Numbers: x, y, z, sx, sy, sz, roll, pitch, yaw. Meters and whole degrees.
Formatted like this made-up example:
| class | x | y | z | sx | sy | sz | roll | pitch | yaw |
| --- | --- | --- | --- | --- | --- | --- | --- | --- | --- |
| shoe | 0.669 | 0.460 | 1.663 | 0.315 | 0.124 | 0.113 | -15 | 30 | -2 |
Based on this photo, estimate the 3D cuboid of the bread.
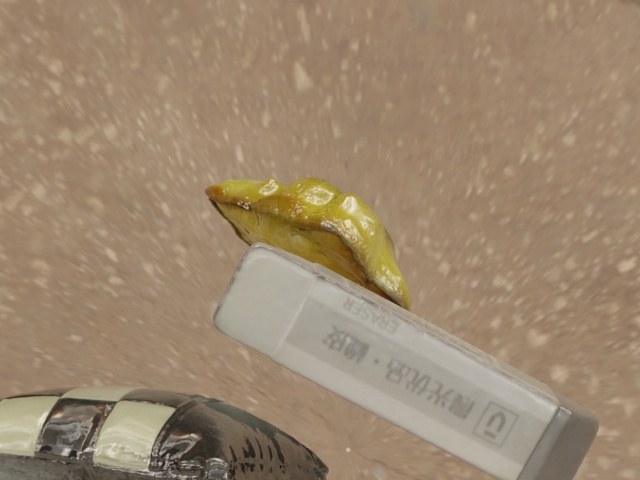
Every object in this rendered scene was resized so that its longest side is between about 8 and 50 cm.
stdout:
| class | x | y | z | sx | sy | sz | roll | pitch | yaw |
| --- | --- | --- | --- | --- | --- | --- | --- | --- | --- |
| bread | 0.000 | 0.000 | 1.657 | 0.161 | 0.233 | 0.088 | 42 | 79 | -37 |

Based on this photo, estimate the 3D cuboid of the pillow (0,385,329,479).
| class | x | y | z | sx | sy | sz | roll | pitch | yaw |
| --- | --- | --- | --- | --- | --- | --- | --- | --- | --- |
| pillow | -0.140 | 0.155 | 1.165 | 0.249 | 0.186 | 0.106 | 2 | 82 | 23 |

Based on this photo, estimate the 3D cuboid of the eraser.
| class | x | y | z | sx | sy | sz | roll | pitch | yaw |
| --- | --- | --- | --- | --- | --- | --- | --- | --- | --- |
| eraser | 0.077 | 0.112 | 1.403 | 0.352 | 0.061 | 0.089 | 28 | 95 | -8 |
